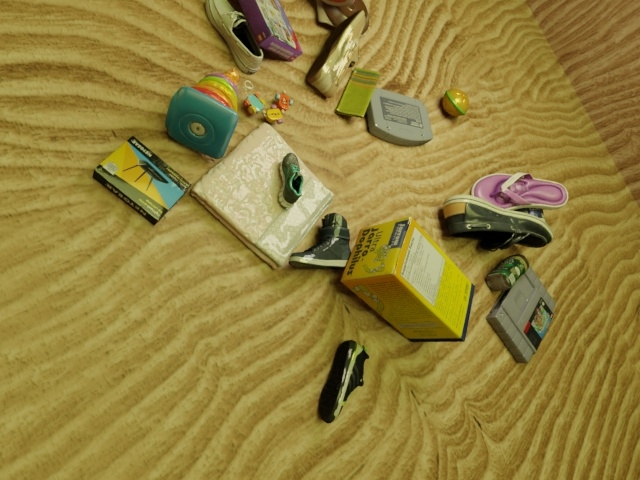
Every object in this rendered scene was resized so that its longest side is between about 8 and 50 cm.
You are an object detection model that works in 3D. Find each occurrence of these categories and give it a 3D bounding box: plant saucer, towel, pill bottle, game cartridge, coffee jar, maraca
[{"bbox_3d":[0.105,-0.853,1.586,0.198,0.036,0.199,10,69,-27],"label":"plant saucer"},{"bbox_3d":[0.135,-0.525,1.520,0.102,0.021,0.237,14,60,13],"label":"towel"},{"bbox_3d":[0.891,-0.101,1.836,0.112,0.112,0.187,7,70,-31],"label":"pill bottle"},{"bbox_3d":[0.791,0.275,1.671,0.230,0.068,0.355,51,54,-2],"label":"game cartridge"},{"bbox_3d":[0.292,-0.454,1.612,0.294,0.060,0.196,2,68,-32],"label":"game cartridge"},{"bbox_3d":[-0.143,-0.133,1.213,0.317,0.053,0.332,44,54,-12],"label":"towel"},{"bbox_3d":[0.721,0.121,1.655,0.184,0.096,0.079,-29,93,-37],"label":"coffee jar"},{"bbox_3d":[0.571,-0.581,1.815,0.127,0.099,0.185,55,29,-2],"label":"maraca"}]

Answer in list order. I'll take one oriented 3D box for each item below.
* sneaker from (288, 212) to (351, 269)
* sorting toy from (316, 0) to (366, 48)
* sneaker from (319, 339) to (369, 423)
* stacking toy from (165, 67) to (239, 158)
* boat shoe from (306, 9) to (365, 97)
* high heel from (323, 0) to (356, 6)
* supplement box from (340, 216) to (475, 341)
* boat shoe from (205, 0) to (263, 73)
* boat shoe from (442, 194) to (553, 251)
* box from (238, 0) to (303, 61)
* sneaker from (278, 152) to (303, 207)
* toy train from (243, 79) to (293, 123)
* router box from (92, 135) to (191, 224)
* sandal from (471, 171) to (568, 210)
[{"bbox_3d":[-0.001,0.000,1.223,0.226,0.086,0.163,4,81,-44],"label":"sneaker"},{"bbox_3d":[0.070,-0.853,1.617,0.196,0.047,0.348,5,71,-28],"label":"sorting toy"},{"bbox_3d":[0.078,0.379,1.150,0.097,0.084,0.235,36,57,-19],"label":"sneaker"},{"bbox_3d":[-0.281,-0.387,1.168,0.165,0.175,0.302,25,48,-14],"label":"stacking toy"},{"bbox_3d":[0.073,-0.645,1.490,0.110,0.121,0.341,38,74,-30],"label":"boat shoe"},{"bbox_3d":[0.014,-0.977,1.526,0.377,0.127,0.181,41,63,6],"label":"high heel"},{"bbox_3d":[0.263,0.127,1.256,0.356,0.195,0.194,42,55,-28],"label":"supplement box"},{"bbox_3d":[-0.256,-0.640,1.299,0.096,0.088,0.268,-23,87,-36],"label":"boat shoe"},{"bbox_3d":[0.673,-0.034,1.634,0.500,0.187,0.156,14,71,-23],"label":"boat shoe"},{"bbox_3d":[-0.178,-0.725,1.351,0.201,0.057,0.293,-16,81,-63],"label":"box"},{"bbox_3d":[-0.072,-0.175,1.196,0.065,0.076,0.167,11,66,-32],"label":"sneaker"},{"bbox_3d":[-0.164,-0.412,1.306,0.166,0.046,0.125,10,66,-33],"label":"toy train"},{"bbox_3d":[-0.424,-0.143,1.036,0.179,0.046,0.133,41,56,-15],"label":"router box"},{"bbox_3d":[0.817,-0.209,1.749,0.416,0.102,0.169,-2,71,-8],"label":"sandal"}]
